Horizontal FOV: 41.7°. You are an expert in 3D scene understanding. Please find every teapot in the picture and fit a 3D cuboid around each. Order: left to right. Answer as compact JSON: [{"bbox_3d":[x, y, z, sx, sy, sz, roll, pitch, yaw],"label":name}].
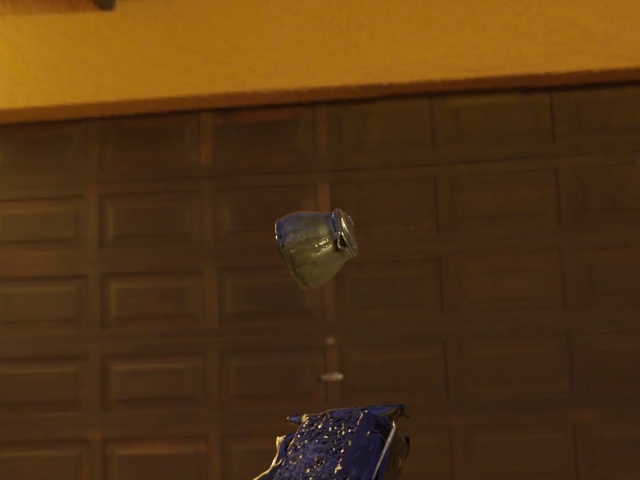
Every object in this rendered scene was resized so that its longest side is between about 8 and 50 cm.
[{"bbox_3d":[0.000,0.000,0.698,0.057,0.066,0.088,-21,16,12],"label":"teapot"}]

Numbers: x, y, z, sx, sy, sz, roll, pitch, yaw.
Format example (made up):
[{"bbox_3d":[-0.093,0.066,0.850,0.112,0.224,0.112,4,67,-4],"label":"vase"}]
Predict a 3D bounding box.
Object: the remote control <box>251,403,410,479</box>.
[{"bbox_3d":[-0.058,0.256,0.434,0.144,0.399,0.062,-18,-60,42],"label":"remote control"}]
